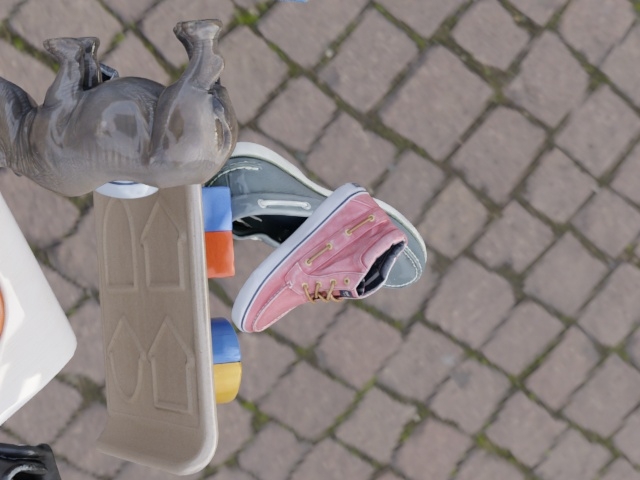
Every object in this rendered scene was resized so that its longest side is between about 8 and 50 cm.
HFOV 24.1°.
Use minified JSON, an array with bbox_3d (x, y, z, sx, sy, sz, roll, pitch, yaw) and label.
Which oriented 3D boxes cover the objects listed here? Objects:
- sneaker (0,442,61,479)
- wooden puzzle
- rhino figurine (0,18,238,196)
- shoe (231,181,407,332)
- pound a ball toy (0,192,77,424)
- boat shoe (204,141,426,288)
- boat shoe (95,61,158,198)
[{"bbox_3d":[-0.392,0.165,1.324,0.447,0.257,0.169,41,53,-41],"label":"sneaker"},{"bbox_3d":[-0.165,0.065,1.624,0.080,0.322,0.348,2,87,-26],"label":"wooden puzzle"},{"bbox_3d":[-0.158,-0.083,1.006,0.243,0.073,0.106,-3,97,29],"label":"rhino figurine"},{"bbox_3d":[-0.001,0.035,1.391,0.178,0.081,0.063,-47,155,6],"label":"shoe"},{"bbox_3d":[-0.233,0.006,0.628,0.208,0.135,0.319,-43,120,-38],"label":"pound a ball toy"},{"bbox_3d":[0.000,0.000,1.677,0.319,0.099,0.116,28,127,-36],"label":"boat shoe"},{"bbox_3d":[-0.208,-0.110,1.457,0.065,0.183,0.083,-14,122,-22],"label":"boat shoe"}]
